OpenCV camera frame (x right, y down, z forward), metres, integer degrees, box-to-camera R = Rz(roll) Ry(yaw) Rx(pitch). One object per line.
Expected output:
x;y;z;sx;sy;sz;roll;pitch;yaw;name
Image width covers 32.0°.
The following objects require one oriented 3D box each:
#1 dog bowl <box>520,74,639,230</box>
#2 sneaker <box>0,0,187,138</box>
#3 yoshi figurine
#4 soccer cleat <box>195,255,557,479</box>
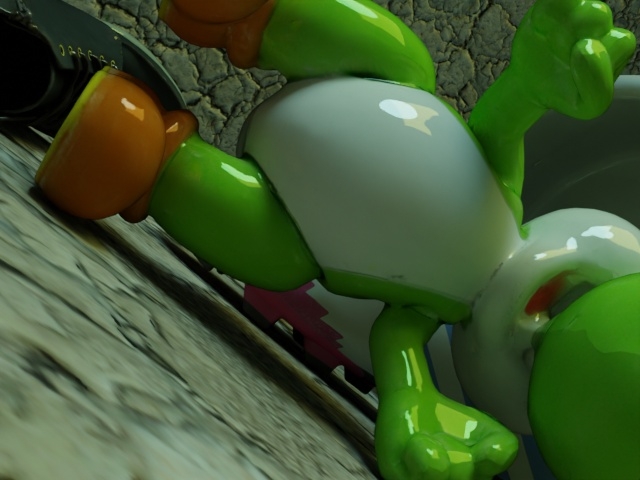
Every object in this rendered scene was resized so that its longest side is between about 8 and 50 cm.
0.202;0.044;0.781;0.102;0.348;0.349;23;12;-47;dog bowl
-0.146;-0.084;0.626;0.222;0.083;0.118;30;13;-45;sneaker
0.069;0.006;0.494;0.362;0.203;0.203;33;41;-12;yoshi figurine
0.066;0.043;0.688;0.331;0.143;0.116;40;0;5;soccer cleat
